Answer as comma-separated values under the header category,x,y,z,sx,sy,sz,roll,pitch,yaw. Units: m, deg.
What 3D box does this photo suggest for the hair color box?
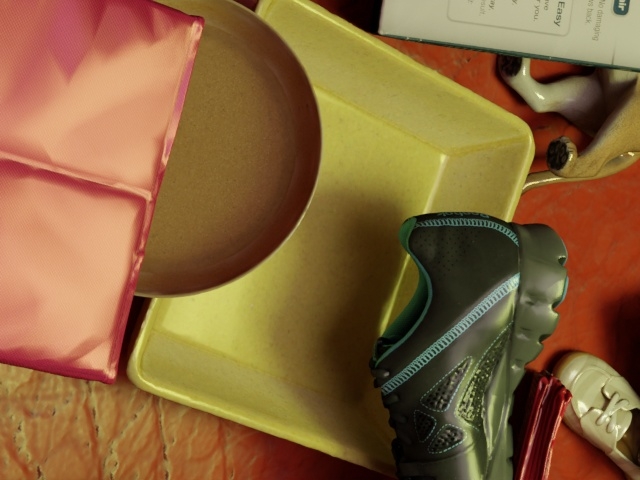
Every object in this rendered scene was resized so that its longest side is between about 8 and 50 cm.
category,x,y,z,sx,sy,sz,roll,pitch,yaw
hair color box,0.225,-0.233,1.530,0.347,0.105,0.174,8,96,-3

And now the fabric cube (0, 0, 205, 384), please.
category,x,y,z,sx,sy,sz,roll,pitch,yaw
fabric cube,-0.274,-0.066,1.186,0.258,0.254,0.259,15,88,-41

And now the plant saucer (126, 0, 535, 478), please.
category,x,y,z,sx,sy,sz,roll,pitch,yaw
plant saucer,0.000,0.000,1.523,0.332,0.081,0.333,24,82,-39

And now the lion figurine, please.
category,x,y,z,sx,sy,sz,roll,pitch,yaw
lion figurine,0.299,-0.204,1.709,0.240,0.142,0.392,8,107,-46

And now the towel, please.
category,x,y,z,sx,sy,sz,roll,pitch,yaw
towel,0.183,0.213,1.620,0.031,0.275,0.199,15,89,6

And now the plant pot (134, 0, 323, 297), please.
category,x,y,z,sx,sy,sz,roll,pitch,yaw
plant pot,-0.116,-0.073,1.377,0.236,0.032,0.236,0,84,-2

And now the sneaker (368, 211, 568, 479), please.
category,x,y,z,sx,sy,sz,roll,pitch,yaw
sneaker,0.095,0.140,1.520,0.139,0.125,0.341,12,93,-12

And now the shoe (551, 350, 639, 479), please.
category,x,y,z,sx,sy,sz,roll,pitch,yaw
shoe,0.303,0.183,1.807,0.219,0.058,0.076,46,70,-34
